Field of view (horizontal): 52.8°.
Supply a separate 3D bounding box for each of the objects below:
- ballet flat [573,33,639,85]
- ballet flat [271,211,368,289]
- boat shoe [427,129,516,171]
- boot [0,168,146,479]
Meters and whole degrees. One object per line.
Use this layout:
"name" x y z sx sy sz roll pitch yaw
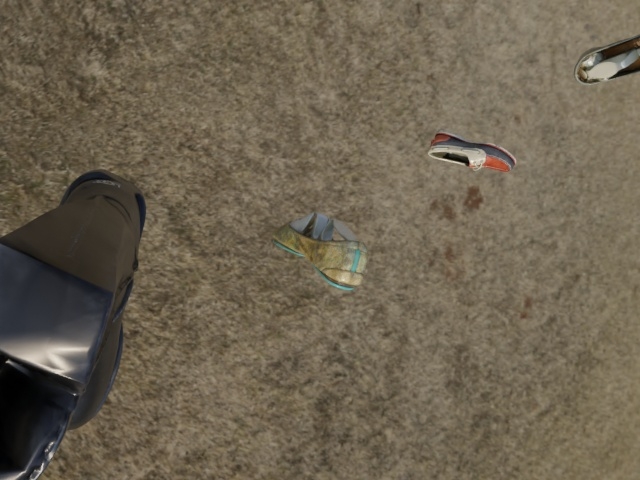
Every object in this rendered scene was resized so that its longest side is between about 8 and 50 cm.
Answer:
"ballet flat" 0.505 -0.291 1.014 0.068 0.213 0.072 -43 112 -41
"ballet flat" 0.000 0.000 1.393 0.123 0.348 0.123 -8 109 -24
"boat shoe" 0.239 -0.133 1.020 0.049 0.137 0.043 85 30 -60
"boot" -0.276 0.129 0.663 0.146 0.445 0.367 10 102 -17
